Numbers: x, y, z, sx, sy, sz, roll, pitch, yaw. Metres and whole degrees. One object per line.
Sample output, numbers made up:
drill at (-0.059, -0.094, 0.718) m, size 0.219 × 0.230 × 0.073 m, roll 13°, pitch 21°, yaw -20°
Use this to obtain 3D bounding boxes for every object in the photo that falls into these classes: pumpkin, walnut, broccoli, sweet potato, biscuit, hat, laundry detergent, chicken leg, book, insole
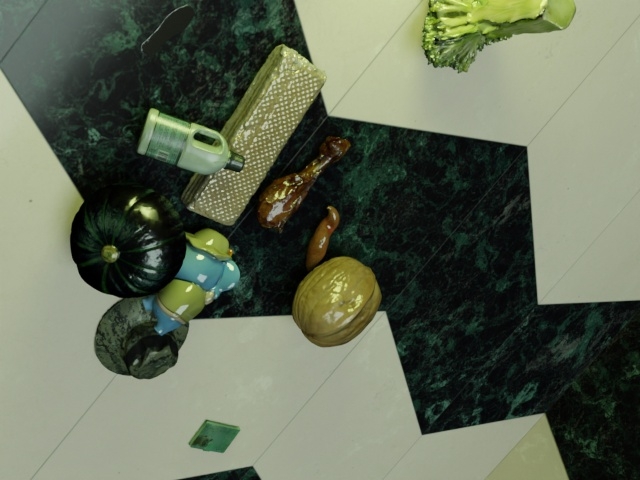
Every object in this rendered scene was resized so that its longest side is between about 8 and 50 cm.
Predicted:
pumpkin at (-0.399, -0.009, 1.516) m, size 0.247 × 0.248 × 0.248 m, roll -18°, pitch 129°, yaw -23°
walnut at (0.047, 0.165, 1.913) m, size 0.261 × 0.225 × 0.225 m, roll -45°, pitch 135°, yaw -11°
broccoli at (0.409, -0.523, 1.596) m, size 0.221 × 0.361 × 0.252 m, roll 55°, pitch 51°, yaw -27°
sweet potato at (0.002, 0.001, 1.880) m, size 0.055 × 0.058 × 0.202 m, roll 14°, pitch 114°, yaw -28°
biscuit at (-0.154, -0.235, 1.595) m, size 0.144 × 0.078 × 0.426 m, roll 26°, pitch 104°, yaw -41°
hat at (-0.423, 0.268, 1.735) m, size 0.265 × 0.128 × 0.266 m, roll -17°, pitch 131°, yaw -21°
laundry detergent at (-0.269, -0.197, 1.497) m, size 0.225 × 0.070 × 0.099 m, roll 18°, pitch 96°, yaw -17°
chicken leg at (-0.043, -0.148, 1.736) m, size 0.304 × 0.093 × 0.113 m, roll -45°, pitch 152°, yaw -10°
book at (-0.317, 0.591, 2.104) m, size 0.135 × 0.017 × 0.103 m, roll 28°, pitch 102°, yaw -42°
insole at (-0.307, -0.421, 1.413) m, size 0.135 × 0.002 × 0.045 m, roll -44°, pitch 133°, yaw 0°

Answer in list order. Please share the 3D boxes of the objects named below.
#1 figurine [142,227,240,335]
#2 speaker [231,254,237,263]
figurine at (-0.316, 0.085, 1.640) m, size 0.262 × 0.180 × 0.154 m, roll -44°, pitch 141°, yaw -11°
speaker at (-0.242, 0.063, 1.756) m, size 0.075 × 0.060 × 0.094 m, roll -40°, pitch 134°, yaw -2°
